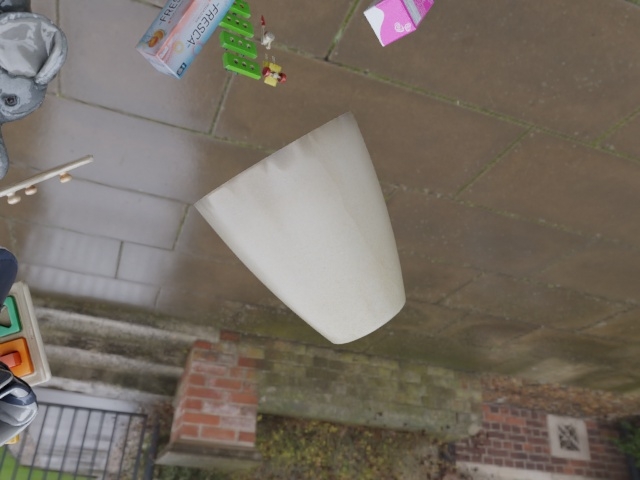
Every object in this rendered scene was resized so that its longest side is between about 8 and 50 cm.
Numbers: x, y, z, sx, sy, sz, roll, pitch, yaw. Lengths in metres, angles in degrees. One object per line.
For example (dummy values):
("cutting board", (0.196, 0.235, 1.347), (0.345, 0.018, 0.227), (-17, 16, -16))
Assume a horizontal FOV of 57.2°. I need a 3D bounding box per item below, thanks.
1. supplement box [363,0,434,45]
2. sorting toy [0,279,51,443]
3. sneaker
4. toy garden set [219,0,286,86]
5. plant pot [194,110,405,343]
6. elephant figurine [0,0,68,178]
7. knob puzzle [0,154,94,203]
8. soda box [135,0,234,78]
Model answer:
("supplement box", (0.223, -0.655, 1.644), (0.111, 0.220, 0.114), (-16, 119, 38))
("sorting toy", (-0.575, 0.181, 1.007), (0.195, 0.348, 0.047), (-17, 176, 5))
("sneaker", (-0.339, 0.108, 0.599), (0.163, 0.226, 0.086), (9, 141, 15))
("toy garden set", (-0.200, -0.545, 1.626), (0.203, 0.245, 0.049), (8, 154, -43))
("plant pot", (0.000, 0.000, 0.844), (0.256, 0.256, 0.274), (-23, 100, 41))
("elephant figurine", (-0.409, -0.239, 0.758), (0.185, 0.169, 0.240), (-25, 120, 11))
("knob puzzle", (-0.472, -0.095, 0.980), (0.213, 0.213, 0.030), (-12, 109, 27))
("soda box", (-0.203, -0.346, 0.913), (0.058, 0.183, 0.063), (27, 170, 33))
